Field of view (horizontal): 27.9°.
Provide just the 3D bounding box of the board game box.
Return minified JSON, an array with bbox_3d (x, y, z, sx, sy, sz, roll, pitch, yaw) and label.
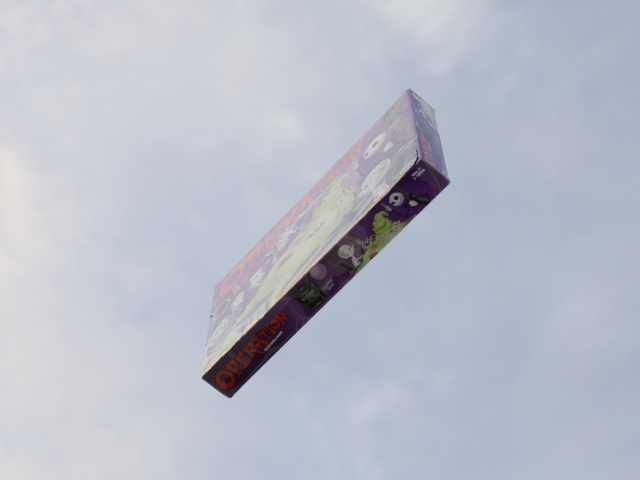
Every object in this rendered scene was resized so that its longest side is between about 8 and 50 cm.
[{"bbox_3d":[0.000,0.000,1.421,0.056,0.208,0.347,40,-70,-14],"label":"board game box"}]
